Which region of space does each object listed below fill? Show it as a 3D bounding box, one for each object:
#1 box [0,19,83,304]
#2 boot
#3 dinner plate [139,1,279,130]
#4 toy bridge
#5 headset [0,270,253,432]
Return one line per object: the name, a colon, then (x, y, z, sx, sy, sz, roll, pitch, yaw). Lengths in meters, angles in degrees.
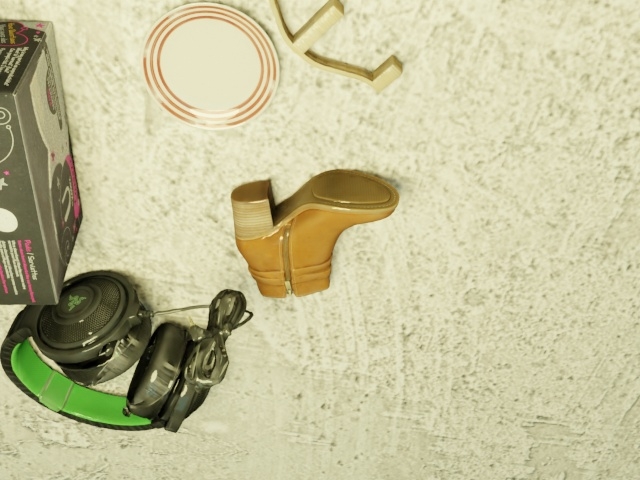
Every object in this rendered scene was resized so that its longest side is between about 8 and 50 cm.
box: (-0.331, -0.076, 0.794, 0.142, 0.163, 0.247, 2, 128, -5)
boot: (0.000, 0.000, 0.920, 0.197, 0.073, 0.152, 0, 129, 15)
dinner plate: (-0.112, -0.176, 0.810, 0.141, 0.017, 0.141, -1, 129, -1)
toy bridge: (-0.004, -0.209, 0.778, 0.188, 0.026, 0.063, 37, 121, -26)
headset: (-0.235, 0.156, 0.968, 0.394, 0.185, 0.243, -28, 125, 34)
